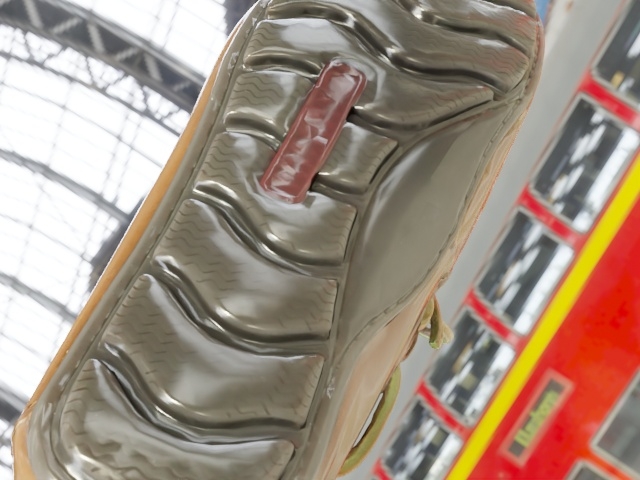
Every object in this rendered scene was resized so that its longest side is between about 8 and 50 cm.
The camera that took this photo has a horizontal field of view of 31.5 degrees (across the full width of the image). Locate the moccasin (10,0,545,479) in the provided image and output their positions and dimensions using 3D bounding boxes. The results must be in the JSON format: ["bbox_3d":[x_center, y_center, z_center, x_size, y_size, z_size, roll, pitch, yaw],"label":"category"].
[{"bbox_3d":[0.003,0.001,0.485,0.147,0.139,0.380,107,-177,-50],"label":"moccasin"}]
